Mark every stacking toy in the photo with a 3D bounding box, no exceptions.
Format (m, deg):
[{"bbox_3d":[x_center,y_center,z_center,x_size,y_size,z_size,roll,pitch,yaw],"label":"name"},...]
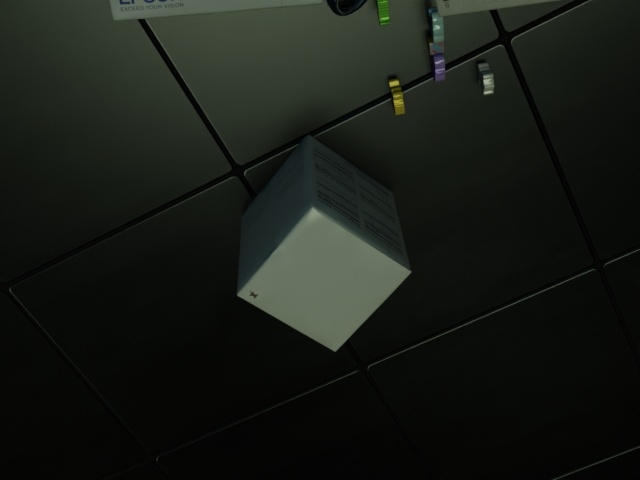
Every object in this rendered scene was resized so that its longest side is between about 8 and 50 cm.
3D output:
[{"bbox_3d":[0.183,-0.307,1.366,0.167,0.052,0.221,-11,134,3],"label":"stacking toy"}]

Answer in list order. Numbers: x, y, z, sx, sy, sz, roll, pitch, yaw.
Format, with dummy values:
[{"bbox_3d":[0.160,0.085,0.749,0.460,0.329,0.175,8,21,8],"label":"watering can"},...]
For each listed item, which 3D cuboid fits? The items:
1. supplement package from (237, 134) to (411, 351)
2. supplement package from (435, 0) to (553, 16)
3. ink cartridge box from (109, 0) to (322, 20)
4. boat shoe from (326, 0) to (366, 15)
[{"bbox_3d":[0.000,0.000,1.439,0.198,0.262,0.199,32,114,-20],"label":"supplement package"},{"bbox_3d":[0.296,-0.441,1.174,0.293,0.177,0.175,-4,135,17],"label":"supplement package"},{"bbox_3d":[-0.167,-0.495,1.250,0.324,0.071,0.330,-5,122,0],"label":"ink cartridge box"},{"bbox_3d":[0.094,-0.444,1.281,0.109,0.089,0.258,16,119,-13],"label":"boat shoe"}]
